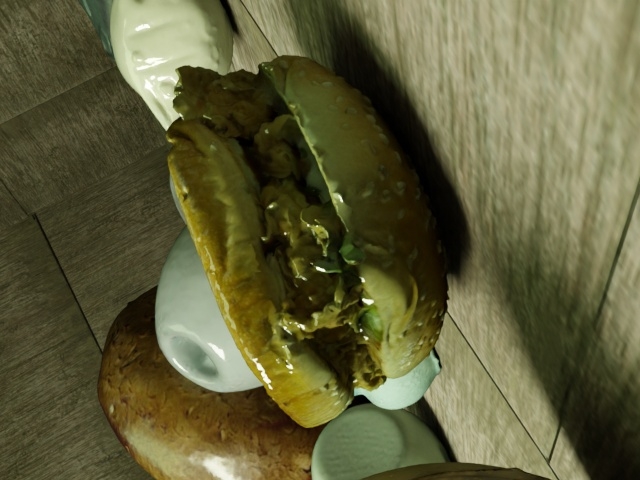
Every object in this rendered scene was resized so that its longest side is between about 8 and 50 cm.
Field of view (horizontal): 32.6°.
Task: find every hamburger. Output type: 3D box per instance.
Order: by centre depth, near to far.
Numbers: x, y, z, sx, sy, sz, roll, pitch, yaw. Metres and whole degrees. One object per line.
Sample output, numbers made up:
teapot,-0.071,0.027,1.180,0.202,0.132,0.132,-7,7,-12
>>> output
hamburger,0.000,0.000,0.622,0.215,0.122,0.189,65,180,-60

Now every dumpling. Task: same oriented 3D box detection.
dumpling,-0.124,-0.176,0.927,0.134,0.100,0.169,-91,-23,-73

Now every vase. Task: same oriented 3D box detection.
vase,0.083,0.256,1.076,0.128,0.128,0.248,55,180,42

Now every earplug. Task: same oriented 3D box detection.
earplug,-0.088,0.023,1.134,0.214,0.175,0.325,60,-173,-29

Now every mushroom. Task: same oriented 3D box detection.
mushroom,-0.094,0.160,1.265,0.345,0.345,0.239,-151,72,-78

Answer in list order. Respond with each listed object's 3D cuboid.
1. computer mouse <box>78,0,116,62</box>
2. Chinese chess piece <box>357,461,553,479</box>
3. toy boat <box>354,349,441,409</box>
computer mouse,-0.207,-0.311,1.043,0.167,0.090,0.379,59,167,19
Chinese chess piece,0.065,0.229,0.488,0.257,0.257,0.104,60,157,13
toy boat,0.015,0.041,0.861,0.208,0.079,0.134,61,171,15
